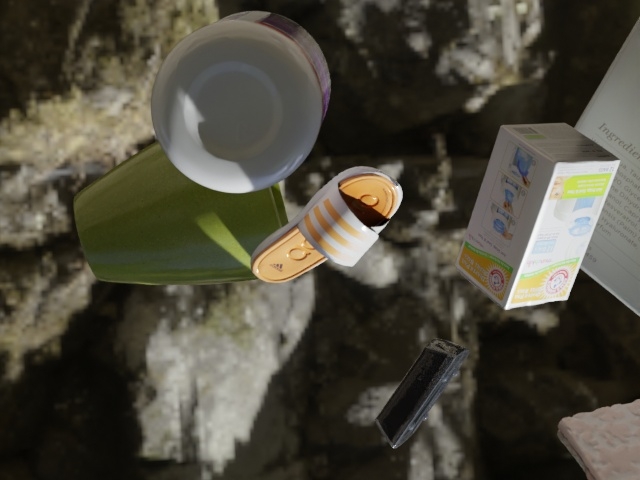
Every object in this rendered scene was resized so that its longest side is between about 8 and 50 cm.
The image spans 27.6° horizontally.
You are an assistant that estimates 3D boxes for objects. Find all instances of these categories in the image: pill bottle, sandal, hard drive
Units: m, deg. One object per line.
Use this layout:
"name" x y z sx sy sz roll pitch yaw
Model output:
"pill bottle" -0.081 -0.168 1.491 0.181 0.182 0.323 -3 -168 4
"sandal" 0.008 0.005 1.691 0.102 0.076 0.265 28 132 -28
"hard drive" 0.149 0.218 1.912 0.054 0.172 0.254 35 -177 11

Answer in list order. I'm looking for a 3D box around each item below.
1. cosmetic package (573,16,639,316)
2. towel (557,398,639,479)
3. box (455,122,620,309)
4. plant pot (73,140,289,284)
"cosmetic package" 0.547 -0.120 1.749 0.329 0.327 0.394 -32 156 -40
"towel" 0.564 0.353 1.951 0.331 0.053 0.317 -10 -141 -18
"box" 0.262 -0.031 1.591 0.114 0.203 0.103 -5 -147 -36
"plant pot" -0.208 -0.044 1.953 0.293 0.275 0.275 -15 178 2
